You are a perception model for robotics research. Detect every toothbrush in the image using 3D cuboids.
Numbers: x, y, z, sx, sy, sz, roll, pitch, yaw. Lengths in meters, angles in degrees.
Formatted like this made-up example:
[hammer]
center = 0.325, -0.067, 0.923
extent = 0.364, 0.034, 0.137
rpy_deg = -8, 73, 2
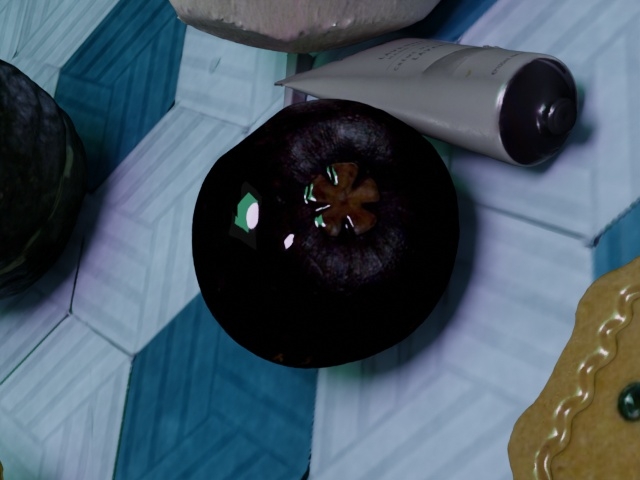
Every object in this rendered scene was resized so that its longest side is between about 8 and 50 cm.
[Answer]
[toothbrush]
center = -0.021, -0.033, 0.748
extent = 0.017, 0.014, 0.194
rpy_deg = -22, 52, 40

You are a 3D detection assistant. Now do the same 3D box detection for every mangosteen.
[mangosteen]
center = 0.000, 0.000, 0.627
extent = 0.151, 0.137, 0.137
rpy_deg = 136, 153, -76

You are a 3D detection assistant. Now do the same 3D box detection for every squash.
[squash]
center = -0.295, -0.055, 0.884
extent = 0.252, 0.252, 0.165
rpy_deg = 0, 62, 49

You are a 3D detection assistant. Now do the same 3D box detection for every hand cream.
[hand cream]
center = 0.061, -0.080, 0.646
extent = 0.186, 0.087, 0.054
rpy_deg = 24, 132, 51

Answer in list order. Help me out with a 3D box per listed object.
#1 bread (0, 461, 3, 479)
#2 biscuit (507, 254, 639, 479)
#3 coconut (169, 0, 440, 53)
[bread]
center = -0.315, 0.301, 0.736
extent = 0.323, 0.143, 0.333
rpy_deg = -41, 39, 41
[biscuit]
center = 0.163, 0.082, 0.450
extent = 0.225, 0.036, 0.166
rpy_deg = 28, 89, 52
[coconut]
center = -0.014, -0.209, 0.694
extent = 0.234, 0.224, 0.224
rpy_deg = 103, 174, -64
